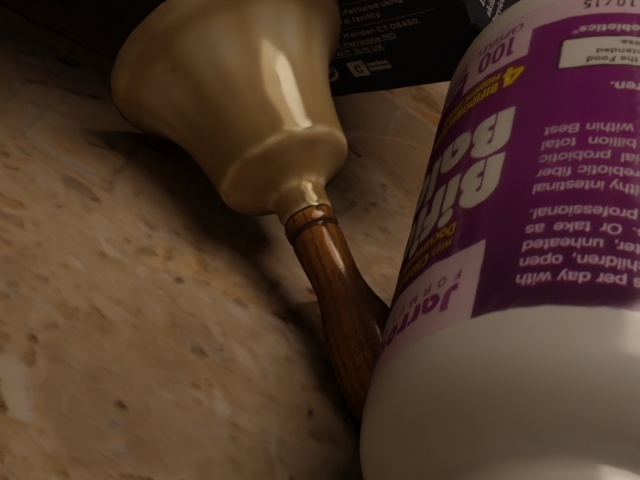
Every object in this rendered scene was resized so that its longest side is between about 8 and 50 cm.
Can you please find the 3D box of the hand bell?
[{"bbox_3d":[0.000,0.000,0.617,0.126,0.126,0.242,3,51,-44],"label":"hand bell"}]

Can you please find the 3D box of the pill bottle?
[{"bbox_3d":[0.108,0.044,0.513,0.169,0.169,0.302,27,46,-10],"label":"pill bottle"}]

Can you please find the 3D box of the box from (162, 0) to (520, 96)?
[{"bbox_3d":[0.001,-0.308,0.723,0.312,0.178,0.343,53,46,-41],"label":"box"}]
